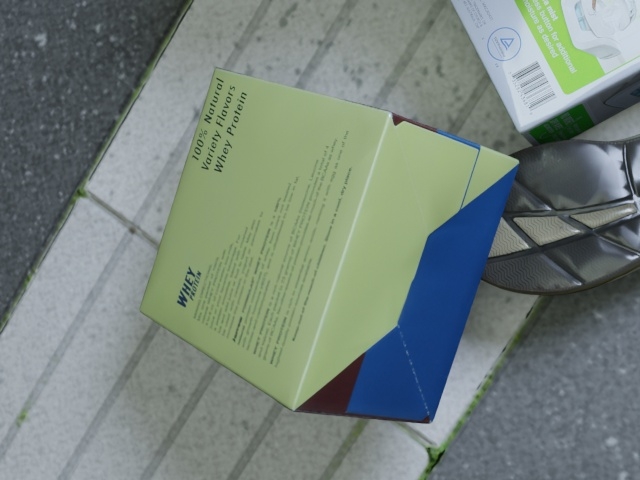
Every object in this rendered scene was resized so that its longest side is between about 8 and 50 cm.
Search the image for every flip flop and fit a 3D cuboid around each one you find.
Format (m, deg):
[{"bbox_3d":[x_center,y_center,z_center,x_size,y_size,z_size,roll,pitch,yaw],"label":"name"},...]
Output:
[{"bbox_3d":[0.230,-0.034,0.762,0.277,0.080,0.112,-23,73,3],"label":"flip flop"}]

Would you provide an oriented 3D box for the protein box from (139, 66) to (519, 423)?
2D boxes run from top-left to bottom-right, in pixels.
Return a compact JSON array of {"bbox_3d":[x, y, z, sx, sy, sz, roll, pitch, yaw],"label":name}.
[{"bbox_3d":[0.000,0.000,0.764,0.201,0.136,0.199,23,96,48],"label":"protein box"}]

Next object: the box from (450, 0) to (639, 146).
[{"bbox_3d":[0.193,-0.235,0.751,0.231,0.127,0.262,-29,79,15],"label":"box"}]
